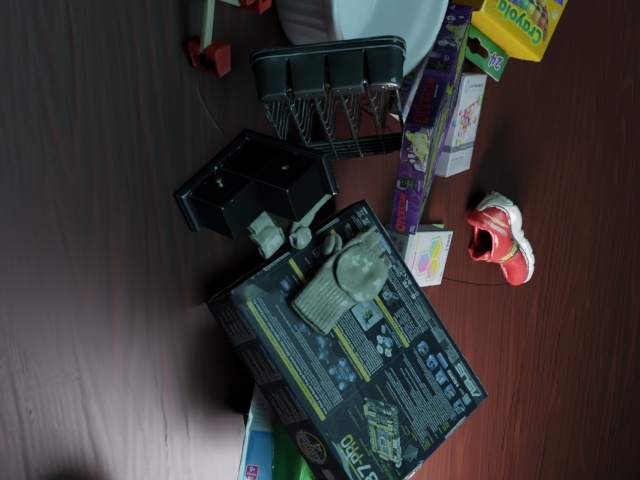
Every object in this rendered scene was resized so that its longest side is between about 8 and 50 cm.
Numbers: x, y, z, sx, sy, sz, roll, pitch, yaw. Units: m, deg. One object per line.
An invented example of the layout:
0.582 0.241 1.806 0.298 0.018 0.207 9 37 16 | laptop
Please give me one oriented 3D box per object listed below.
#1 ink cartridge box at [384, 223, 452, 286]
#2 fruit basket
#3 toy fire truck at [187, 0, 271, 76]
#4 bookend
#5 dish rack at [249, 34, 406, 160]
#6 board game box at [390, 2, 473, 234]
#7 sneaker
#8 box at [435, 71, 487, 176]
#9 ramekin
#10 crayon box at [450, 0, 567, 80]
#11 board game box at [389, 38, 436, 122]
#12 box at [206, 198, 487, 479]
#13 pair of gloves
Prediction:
0.192 0.027 1.733 0.209 0.062 0.109 -1 107 -52 | ink cartridge box
0.017 0.248 1.530 0.327 0.165 0.353 20 81 -46 | fruit basket
-0.117 -0.323 1.166 0.135 0.047 0.192 -46 150 -40 | toy fire truck
-0.088 -0.066 1.255 0.157 0.156 0.072 -46 138 -27 | bookend
0.025 -0.186 1.289 0.271 0.208 0.074 63 25 -71 | dish rack
0.177 -0.198 1.430 0.347 0.056 0.208 -67 162 -44 | board game box
0.374 0.010 1.952 0.118 0.107 0.279 -39 134 -9 | sneaker
0.259 -0.220 1.695 0.145 0.038 0.186 -22 123 -62 | box
0.059 -0.375 1.312 0.277 0.135 0.277 -26 125 -44 | ramekin
0.362 -0.471 1.651 0.203 0.083 0.323 24 91 -42 | crayon box
0.184 -0.275 1.608 0.103 0.026 0.154 25 87 -53 | board game box
0.055 0.176 1.429 0.318 0.097 0.395 -36 96 -39 | box
0.000 0.000 1.374 0.204 0.042 0.240 -36 91 -38 | pair of gloves
